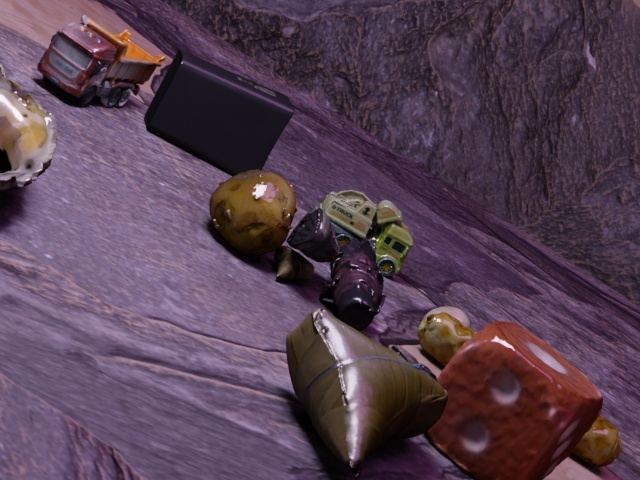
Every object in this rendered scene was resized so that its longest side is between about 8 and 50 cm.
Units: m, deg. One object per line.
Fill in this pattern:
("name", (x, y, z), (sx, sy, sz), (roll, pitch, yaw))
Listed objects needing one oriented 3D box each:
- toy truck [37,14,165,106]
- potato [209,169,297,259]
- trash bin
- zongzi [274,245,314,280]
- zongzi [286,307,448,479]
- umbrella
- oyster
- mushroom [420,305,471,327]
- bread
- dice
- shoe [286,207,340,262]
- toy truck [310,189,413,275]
("toy truck", (-0.386, -0.315, 2.353), (0.114, 0.135, 0.270), (35, 13, 10))
("potato", (-0.104, -0.050, 2.058), (0.137, 0.137, 0.176), (26, 12, -24))
("trash bin", (-0.190, -0.231, 2.446), (0.225, 0.165, 0.115), (25, 15, -19))
("zongzi", (-0.062, 0.037, 2.048), (0.083, 0.040, 0.076), (-9, 32, -44))
("zongzi", (0.079, 0.213, 1.556), (0.228, 0.115, 0.256), (29, 19, -32))
("umbrella", (0.057, 0.070, 2.061), (0.094, 0.090, 0.326), (33, 13, -10))
("oyster", (-0.426, -0.125, 1.656), (0.271, 0.100, 0.275), (13, 36, -50))
("mushroom", (0.205, 0.145, 2.172), (0.084, 0.067, 0.083), (-5, 15, 1))
("bread", (0.309, 0.231, 2.072), (0.367, 0.084, 0.077), (36, 58, 7))
("dice", (0.250, 0.223, 1.762), (0.175, 0.179, 0.174), (43, 15, 22))
("shoe", (0.000, 0.000, 2.064), (0.077, 0.074, 0.194), (38, -4, -7))
("toy truck", (0.082, -0.028, 2.415), (0.191, 0.116, 0.085), (29, 15, -10))
